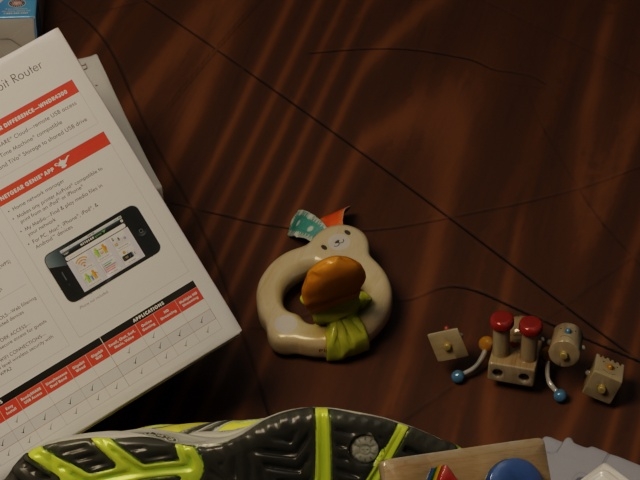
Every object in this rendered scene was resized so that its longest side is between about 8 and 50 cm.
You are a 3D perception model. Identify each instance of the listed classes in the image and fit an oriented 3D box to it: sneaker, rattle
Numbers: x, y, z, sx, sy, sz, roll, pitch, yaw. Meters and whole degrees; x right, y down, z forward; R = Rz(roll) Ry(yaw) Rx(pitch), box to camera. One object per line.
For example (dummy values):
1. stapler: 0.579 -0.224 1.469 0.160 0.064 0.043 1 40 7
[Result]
1. sneaker: -0.050 0.192 1.471 0.384 0.145 0.147 3 3 2
2. rattle: 0.000 0.000 1.702 0.130 0.143 0.200 -7 46 20

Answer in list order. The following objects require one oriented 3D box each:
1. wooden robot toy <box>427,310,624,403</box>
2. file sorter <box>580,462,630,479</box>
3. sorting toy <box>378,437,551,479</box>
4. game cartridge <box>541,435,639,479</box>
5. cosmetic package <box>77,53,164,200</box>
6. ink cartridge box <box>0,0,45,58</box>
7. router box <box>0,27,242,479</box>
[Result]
1. wooden robot toy: 0.185 0.087 1.658 0.173 0.076 0.079 10 33 10
2. file sorter: 0.166 0.330 1.258 0.277 0.173 0.193 -34 33 -14
3. sorting toy: 0.112 0.219 1.377 0.274 0.046 0.132 -6 81 -19
4. game cartridge: 0.267 0.277 1.464 0.294 0.060 0.196 21 44 21
5. cosmetic package: -0.349 -0.015 1.697 0.385 0.156 0.217 -17 47 -16
6. ink cartridge box: -0.355 -0.273 2.043 0.104 0.062 0.181 -2 44 -2
7. router box: -0.283 0.037 1.537 0.335 0.082 0.301 -31 90 -17
